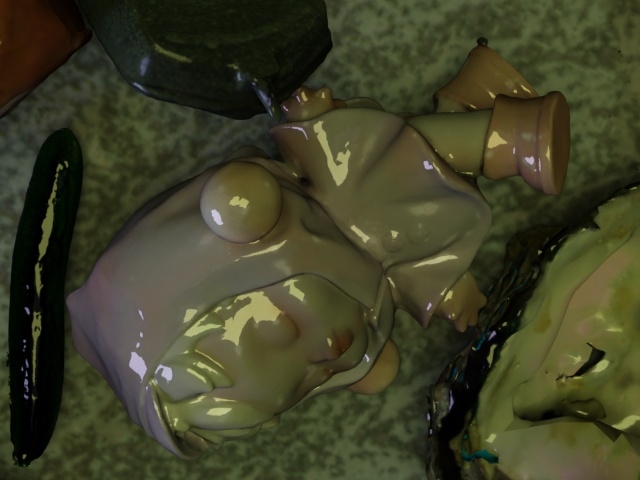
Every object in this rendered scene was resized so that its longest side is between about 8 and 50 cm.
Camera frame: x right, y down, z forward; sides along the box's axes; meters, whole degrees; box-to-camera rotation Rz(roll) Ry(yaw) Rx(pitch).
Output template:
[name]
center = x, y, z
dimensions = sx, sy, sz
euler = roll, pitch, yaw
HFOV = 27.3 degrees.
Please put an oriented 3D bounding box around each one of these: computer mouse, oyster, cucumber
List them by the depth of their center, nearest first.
[computer mouse]
center = -0.072, -0.146, 0.651
dimensions = 0.113, 0.068, 0.229
euler = -17, 74, -24
[oyster]
center = 0.176, 0.072, 0.711
dimensions = 0.259, 0.092, 0.198
euler = -35, 99, -8
[cucumber]
center = -0.152, 0.030, 0.713
dimensions = 0.036, 0.033, 0.184
euler = 10, 99, 21

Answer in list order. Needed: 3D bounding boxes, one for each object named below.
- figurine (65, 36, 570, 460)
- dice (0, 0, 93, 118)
[figurine]
center = -0.001, 0.000, 0.666
dimensions = 0.276, 0.133, 0.200
euler = -34, 142, 1
[dice]
center = -0.219, -0.110, 0.616
dimensions = 0.174, 0.175, 0.179
euler = -41, 97, 3
